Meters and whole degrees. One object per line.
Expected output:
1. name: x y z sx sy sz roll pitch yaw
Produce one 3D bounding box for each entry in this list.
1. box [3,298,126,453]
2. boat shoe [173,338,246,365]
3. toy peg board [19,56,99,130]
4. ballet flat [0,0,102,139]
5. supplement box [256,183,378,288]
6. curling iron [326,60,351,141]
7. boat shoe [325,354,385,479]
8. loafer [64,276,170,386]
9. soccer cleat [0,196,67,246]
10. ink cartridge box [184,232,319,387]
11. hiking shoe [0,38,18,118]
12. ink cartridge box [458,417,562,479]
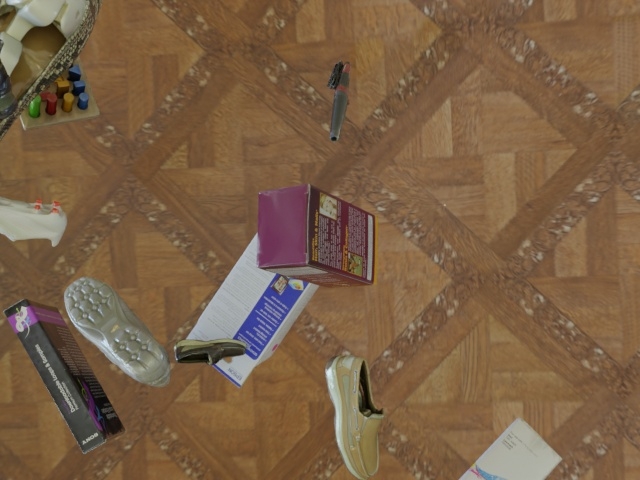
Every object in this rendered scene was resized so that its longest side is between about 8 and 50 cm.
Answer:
1. box: -0.260 0.139 0.793 0.029 0.116 0.162 -32 84 -9
2. boat shoe: -0.229 0.238 1.604 0.152 0.056 0.049 -1 50 -10
3. toy peg board: -0.566 -0.333 1.620 0.161 0.079 0.161 -17 77 -27
4. ballet flat: -0.489 -0.303 1.230 0.164 0.182 0.483 34 86 -22
5. supplement box: 0.000 0.000 1.031 0.081 0.188 0.104 -6 76 31
6. curling iron: 0.038 -0.281 1.551 0.035 0.274 0.068 20 129 -15
7. boat shoe: 0.061 0.261 1.125 0.072 0.068 0.190 -10 99 34
8. loafer: -0.418 0.190 1.572 0.112 0.111 0.319 -38 55 -18
9. soccer cleat: -0.507 -0.037 1.222 0.196 0.068 0.076 13 113 -14
10. ink cartridge box: -0.128 0.124 1.696 0.176 0.069 0.371 35 91 19
11. hiking shoe: -0.511 -0.199 0.973 0.227 0.086 0.114 -14 114 -26
12. ink cartridge box: 0.334 0.511 1.537 0.278 0.201 0.117 -40 67 -18
